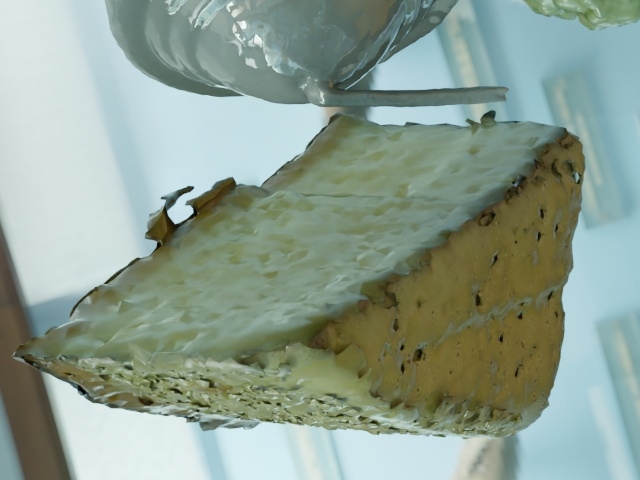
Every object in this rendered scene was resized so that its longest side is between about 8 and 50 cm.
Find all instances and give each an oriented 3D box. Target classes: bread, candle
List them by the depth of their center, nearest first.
[{"bbox_3d":[-0.036,-0.212,1.123,0.221,0.221,0.342,43,-150,-58],"label":"candle"},{"bbox_3d":[0.000,0.000,1.247,0.315,0.248,0.279,36,-116,-57],"label":"bread"}]

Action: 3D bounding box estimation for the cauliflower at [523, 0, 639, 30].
[{"bbox_3d":[0.132,-0.269,0.974,0.281,0.260,0.327,-8,-81,-71],"label":"cauliflower"}]
